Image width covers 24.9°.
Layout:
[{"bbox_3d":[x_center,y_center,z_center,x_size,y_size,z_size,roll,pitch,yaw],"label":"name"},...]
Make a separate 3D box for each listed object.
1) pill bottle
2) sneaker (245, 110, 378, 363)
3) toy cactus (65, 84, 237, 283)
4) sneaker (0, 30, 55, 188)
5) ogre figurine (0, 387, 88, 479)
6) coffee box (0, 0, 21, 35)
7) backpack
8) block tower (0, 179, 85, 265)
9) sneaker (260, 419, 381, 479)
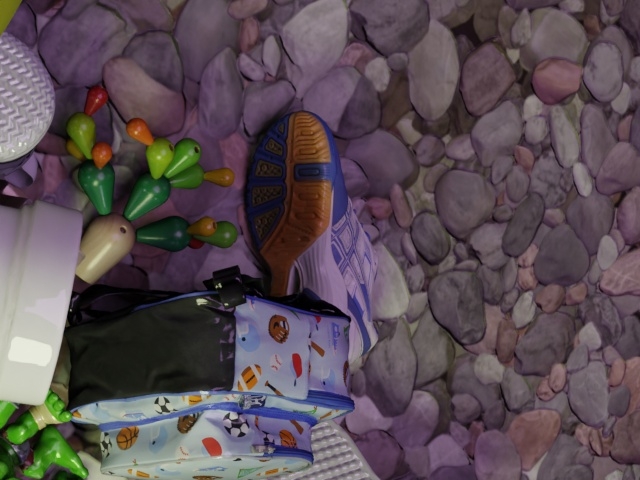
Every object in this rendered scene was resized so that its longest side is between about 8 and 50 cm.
[{"bbox_3d":[-0.393,0.024,1.195,0.363,0.210,0.210,12,88,-14],"label":"pill bottle"},{"bbox_3d":[0.000,0.000,1.620,0.131,0.112,0.296,-16,107,-51],"label":"sneaker"},{"bbox_3d":[-0.193,-0.040,1.479,0.180,0.112,0.219,-50,125,2],"label":"toy cactus"},{"bbox_3d":[-0.396,-0.166,1.289,0.366,0.210,0.137,33,73,2],"label":"sneaker"},{"bbox_3d":[-0.300,0.216,1.422,0.118,0.097,0.197,-37,155,-27],"label":"ogre figurine"},{"bbox_3d":[-0.400,-0.226,0.993,0.334,0.337,0.338,26,60,-3],"label":"coffee box"},{"bbox_3d":[-0.094,0.140,1.458,0.263,0.276,0.213,2,82,-47],"label":"backpack"},{"bbox_3d":[-0.365,0.094,1.362,0.335,0.097,0.091,-52,122,-20],"label":"block tower"},{"bbox_3d":[0.019,0.304,1.652,0.321,0.127,0.126,40,65,-6],"label":"sneaker"}]
